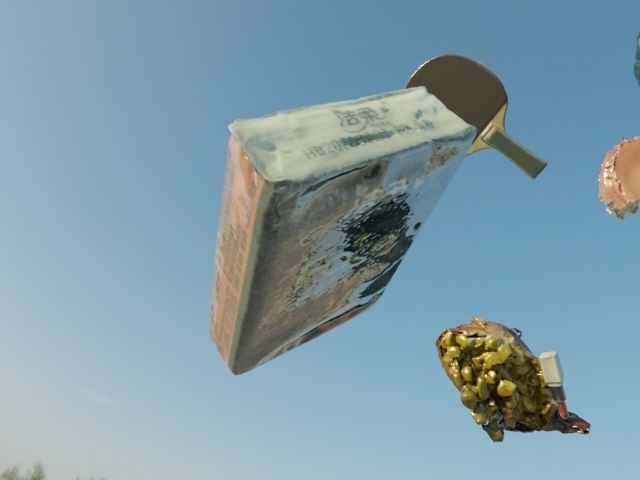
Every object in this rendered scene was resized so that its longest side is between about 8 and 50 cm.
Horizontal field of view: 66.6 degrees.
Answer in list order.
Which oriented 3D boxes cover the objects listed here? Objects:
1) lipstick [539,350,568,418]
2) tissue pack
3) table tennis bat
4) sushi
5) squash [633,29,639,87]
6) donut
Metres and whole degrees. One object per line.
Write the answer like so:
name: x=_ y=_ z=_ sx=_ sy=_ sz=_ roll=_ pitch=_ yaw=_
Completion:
lipstick: x=0.369 y=0.229 z=0.762 sx=0.025 sy=0.025 sz=0.107 roll=-13 pitch=-87 yaw=36
tissue pack: x=0.000 y=0.000 z=0.521 sx=0.103 sy=0.228 sz=0.315 roll=51 pitch=-35 yaw=25
table tennis bat: x=0.285 y=-0.221 z=0.900 sx=0.301 sy=0.022 sz=0.173 roll=41 pitch=-69 yaw=14
sushi: x=0.348 y=0.265 z=0.916 sx=0.167 sy=0.179 sz=0.296 roll=-35 pitch=-81 yaw=8
squash: x=0.566 y=-0.267 z=0.654 sx=0.252 sy=0.165 sz=0.252 roll=22 pitch=-55 yaw=35
donut: x=0.518 y=-0.114 z=0.793 sx=0.166 sy=0.117 sz=0.065 roll=-23 pitch=-20 yaw=-5
